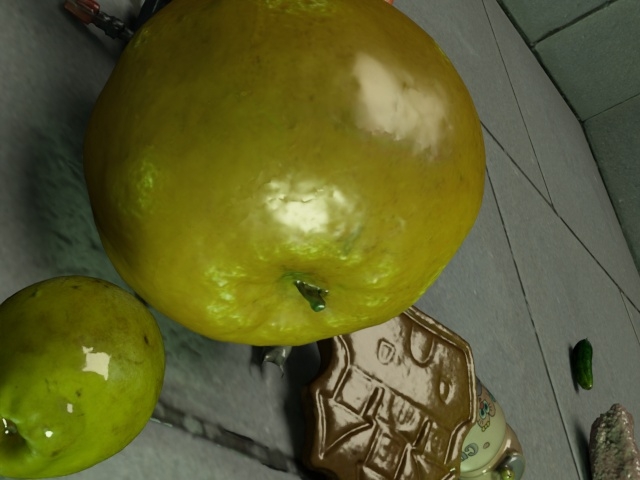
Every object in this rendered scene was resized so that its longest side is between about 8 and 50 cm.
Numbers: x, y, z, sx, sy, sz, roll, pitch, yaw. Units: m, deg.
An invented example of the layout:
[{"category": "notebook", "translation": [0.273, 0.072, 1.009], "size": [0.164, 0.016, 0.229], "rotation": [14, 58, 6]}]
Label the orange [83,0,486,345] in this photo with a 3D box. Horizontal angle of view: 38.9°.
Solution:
[{"category": "orange", "translation": [-0.026, -0.057, 0.639], "size": [0.279, 0.279, 0.235], "rotation": [35, 36, -48]}]

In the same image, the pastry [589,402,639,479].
[{"category": "pastry", "translation": [0.491, 0.391, 1.465], "size": [0.103, 0.112, 0.265], "rotation": [57, 16, -35]}]

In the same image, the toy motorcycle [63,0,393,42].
[{"category": "toy motorcycle", "translation": [-0.057, -0.215, 0.719], "size": [0.221, 0.326, 0.147], "rotation": [31, 58, -25]}]

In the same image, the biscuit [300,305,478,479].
[{"category": "biscuit", "translation": [0.061, 0.156, 0.793], "size": [0.182, 0.034, 0.215], "rotation": [34, 60, -23]}]

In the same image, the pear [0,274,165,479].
[{"category": "pear", "translation": [-0.137, 0.070, 0.485], "size": [0.107, 0.107, 0.131], "rotation": [60, 27, -9]}]

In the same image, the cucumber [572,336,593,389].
[{"category": "cucumber", "translation": [0.498, 0.232, 1.721], "size": [0.039, 0.039, 0.168], "rotation": [55, 27, -18]}]

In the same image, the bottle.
[{"category": "bottle", "translation": [0.142, 0.187, 0.943], "size": [0.209, 0.097, 0.110], "rotation": [48, -11, -31]}]

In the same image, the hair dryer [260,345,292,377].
[{"category": "hair dryer", "translation": [0.000, 0.000, 0.876], "size": [0.173, 0.108, 0.357], "rotation": [52, 32, -19]}]
